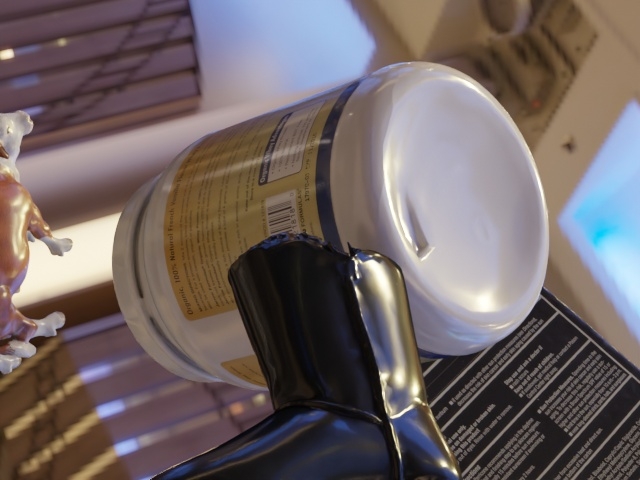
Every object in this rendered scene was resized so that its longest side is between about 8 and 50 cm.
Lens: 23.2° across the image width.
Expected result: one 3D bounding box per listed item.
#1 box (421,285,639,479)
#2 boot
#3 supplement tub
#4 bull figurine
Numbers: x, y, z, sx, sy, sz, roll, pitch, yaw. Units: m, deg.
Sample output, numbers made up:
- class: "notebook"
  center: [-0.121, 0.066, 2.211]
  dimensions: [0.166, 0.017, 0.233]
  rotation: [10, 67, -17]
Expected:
- class: "box"
  center: [0.204, 0.232, 1.648]
  dimensions: [0.294, 0.296, 0.183]
  rotation: [43, -38, 11]
- class: "boot"
  center: [-0.030, 0.097, 0.961]
  dimensions: [0.094, 0.246, 0.207]
  rotation: [-52, -133, 43]
- class: "supplement tub"
  center: [0.000, 0.000, 1.268]
  dimensions: [0.316, 0.228, 0.228]
  rotation: [-15, -88, 44]
- class: "bull figurine"
  center: [-0.379, 0.004, 1.835]
  dimensions: [0.101, 0.188, 0.310]
  rotation: [-6, -117, 29]
